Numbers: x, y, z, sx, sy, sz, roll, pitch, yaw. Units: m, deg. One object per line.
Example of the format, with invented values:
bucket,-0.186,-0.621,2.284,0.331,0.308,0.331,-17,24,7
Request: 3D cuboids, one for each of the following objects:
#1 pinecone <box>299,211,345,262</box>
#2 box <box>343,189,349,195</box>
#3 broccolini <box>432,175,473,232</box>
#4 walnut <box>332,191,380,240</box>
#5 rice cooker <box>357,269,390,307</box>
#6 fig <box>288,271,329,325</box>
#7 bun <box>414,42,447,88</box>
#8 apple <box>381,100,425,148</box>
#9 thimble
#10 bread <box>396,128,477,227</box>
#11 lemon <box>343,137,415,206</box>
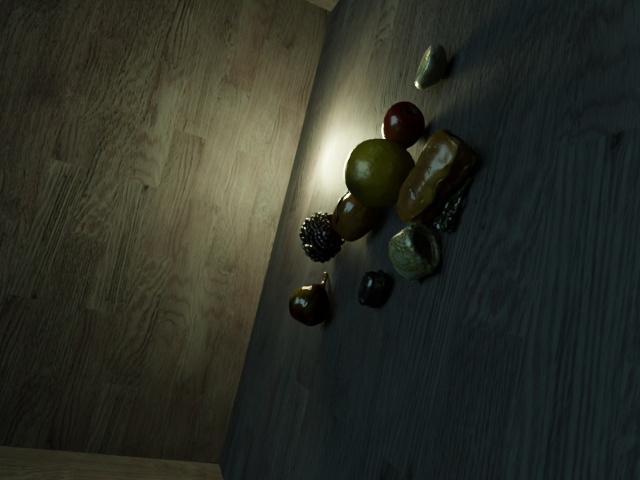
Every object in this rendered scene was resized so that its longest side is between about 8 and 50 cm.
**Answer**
pinecone,0.001,-0.003,2.290,0.292,0.246,0.246,107,167,-55
box,0.186,-0.208,2.086,0.051,0.129,0.130,-96,29,-46
broccolini,0.437,-0.124,1.447,0.091,0.068,0.202,-73,3,-82
walnut,0.153,-0.103,2.011,0.336,0.209,0.209,119,157,-51
rice cooker,0.213,0.196,1.754,0.112,0.106,0.165,-102,23,-59
fig,-0.029,0.278,2.255,0.217,0.217,0.321,-47,13,52
bun,0.458,-0.699,1.768,0.183,0.102,0.183,-160,90,-88
apple,0.342,-0.478,1.807,0.168,0.181,0.181,132,148,-56
thimble,0.327,0.045,1.512,0.143,0.137,0.190,-39,63,57
bread,0.384,-0.208,1.508,0.195,0.149,0.344,-92,25,-54
lemon,0.236,-0.274,1.768,0.297,0.297,0.297,-164,90,-70
